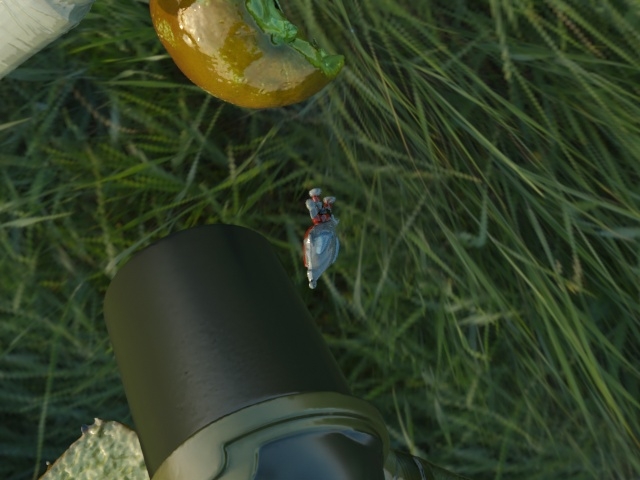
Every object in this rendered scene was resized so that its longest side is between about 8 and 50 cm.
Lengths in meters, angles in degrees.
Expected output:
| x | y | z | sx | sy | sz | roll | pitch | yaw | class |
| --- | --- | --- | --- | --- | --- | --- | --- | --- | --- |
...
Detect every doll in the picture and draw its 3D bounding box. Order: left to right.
| x | y | z | sx | sy | sz | roll | pitch | yaw | class |
| --- | --- | --- | --- | --- | --- | --- | --- | --- | --- |
| 0.001 | 0.000 | 1.421 | 0.039 | 0.057 | 0.114 | 3 | 69 | 3 | doll |

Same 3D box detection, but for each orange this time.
| x | y | z | sx | sy | sz | roll | pitch | yaw | class |
| --- | --- | --- | --- | --- | --- | --- | --- | --- | --- |
| -0.089 | -0.235 | 1.344 | 0.158 | 0.179 | 0.237 | -34 | 125 | -4 | orange |

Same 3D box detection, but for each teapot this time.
| x | y | z | sx | sy | sz | roll | pitch | yaw | class |
| --- | --- | --- | --- | --- | --- | --- | --- | --- | --- |
| -0.272 | -0.224 | 1.204 | 0.200 | 0.107 | 0.077 | -26 | 119 | 35 | teapot |

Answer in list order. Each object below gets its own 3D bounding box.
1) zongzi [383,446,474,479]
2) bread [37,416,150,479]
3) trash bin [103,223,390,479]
| x | y | z | sx | sy | sz | roll | pitch | yaw | class |
| --- | --- | --- | --- | --- | --- | --- | --- | --- | --- |
| 0.064 | 0.344 | 1.464 | 0.242 | 0.112 | 0.221 | 24 | 77 | -25 | zongzi |
| -0.234 | 0.351 | 1.264 | 0.194 | 0.179 | 0.340 | 38 | 79 | 25 | bread |
| -0.060 | 0.160 | 1.103 | 0.214 | 0.334 | 0.214 | -14 | 139 | -12 | trash bin |
